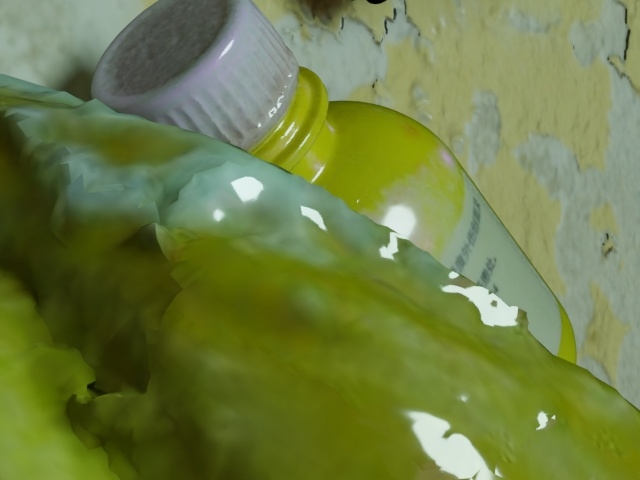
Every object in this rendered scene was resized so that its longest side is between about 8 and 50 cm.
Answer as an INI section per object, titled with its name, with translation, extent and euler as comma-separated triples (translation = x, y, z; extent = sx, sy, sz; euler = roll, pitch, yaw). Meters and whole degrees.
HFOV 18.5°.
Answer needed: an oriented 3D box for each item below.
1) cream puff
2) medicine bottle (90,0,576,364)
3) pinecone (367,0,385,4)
[cream puff]
translation = -0.049, 0.140, 0.525
extent = 0.378, 0.378, 0.275
euler = 43, 76, -39
[medicine bottle]
translation = 0.000, 0.000, 0.747
extent = 0.212, 0.122, 0.121
euler = 51, 51, -33
[pinecone]
translation = 0.027, -0.141, 0.833
extent = 0.077, 0.077, 0.083
euler = 28, 88, -45
